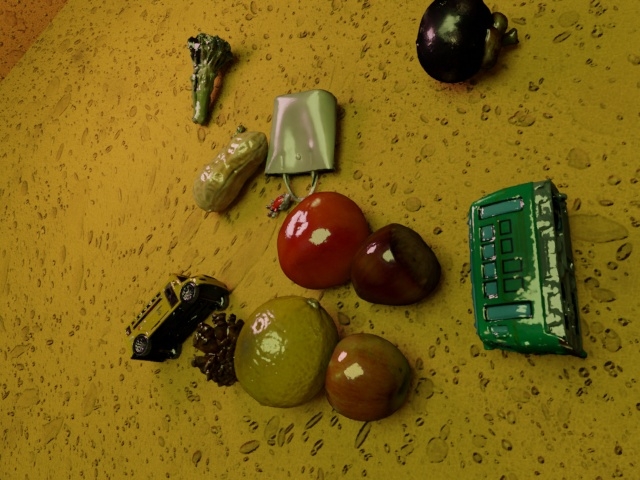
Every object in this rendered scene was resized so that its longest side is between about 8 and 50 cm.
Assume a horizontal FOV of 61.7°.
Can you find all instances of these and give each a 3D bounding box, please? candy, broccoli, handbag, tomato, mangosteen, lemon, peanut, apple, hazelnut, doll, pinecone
[{"bbox_3d":[-0.279,-0.345,1.757,0.083,0.023,0.025,-45,64,24],"label":"candy"},{"bbox_3d":[-0.390,-0.544,1.835,0.146,0.165,0.304,12,94,3],"label":"broccoli"},{"bbox_3d":[-0.059,-0.270,1.542,0.241,0.109,0.315,0,77,33],"label":"handbag"},{"bbox_3d":[-0.001,-0.004,1.367,0.260,0.180,0.259,-13,65,29],"label":"tomato"},{"bbox_3d":[0.360,-0.491,1.310,0.250,0.211,0.211,5,74,1],"label":"mangosteen"},{"bbox_3d":[-0.080,0.264,1.284,0.267,0.267,0.267,-11,68,29],"label":"lemon"},{"bbox_3d":[-0.272,-0.213,1.635,0.305,0.147,0.147,-47,56,7],"label":"peanut"},{"bbox_3d":[0.106,0.303,1.190,0.196,0.196,0.195,-11,68,29],"label":"apple"},{"bbox_3d":[0.162,0.066,1.237,0.208,0.208,0.208,-11,68,29],"label":"hazelnut"},{"bbox_3d":[-0.116,-0.106,1.559,0.114,0.039,0.057,-30,27,35],"label":"doll"},{"bbox_3d":[-0.263,0.284,1.433,0.150,0.179,0.195,-12,47,7],"label":"pinecone"}]

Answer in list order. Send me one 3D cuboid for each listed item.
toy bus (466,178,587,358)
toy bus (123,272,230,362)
[{"bbox_3d":[0.407,0.065,1.082,0.200,0.184,0.343,-10,68,33],"label":"toy bus"},{"bbox_3d":[-0.429,0.211,1.581,0.331,0.145,0.151,-46,54,12],"label":"toy bus"}]
